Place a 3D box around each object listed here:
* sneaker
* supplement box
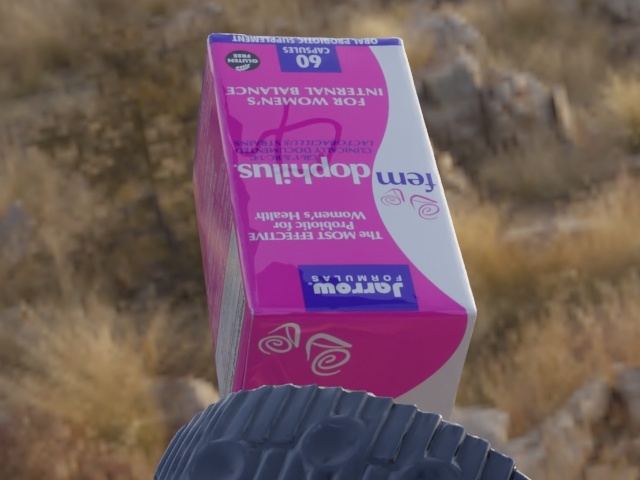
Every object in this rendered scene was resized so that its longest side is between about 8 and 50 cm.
[{"bbox_3d":[0.084,0.154,0.630,0.319,0.131,0.112,21,62,25],"label":"sneaker"},{"bbox_3d":[0.000,0.000,0.914,0.111,0.114,0.220,0,44,-11],"label":"supplement box"}]
